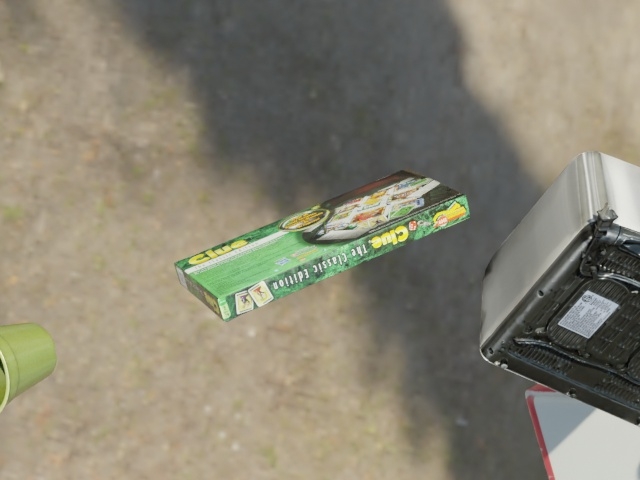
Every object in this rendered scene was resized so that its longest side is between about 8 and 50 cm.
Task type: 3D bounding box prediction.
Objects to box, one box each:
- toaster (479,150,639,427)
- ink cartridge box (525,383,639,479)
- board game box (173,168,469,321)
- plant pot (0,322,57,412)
[{"bbox_3d":[0.234,0.035,1.296,0.185,0.168,0.110,-55,-159,35],"label":"toaster"},{"bbox_3d":[0.430,0.215,1.812,0.385,0.160,0.279,-27,103,-39],"label":"ink cartridge box"},{"bbox_3d":[0.000,0.000,1.595,0.260,0.136,0.030,-22,113,-15],"label":"board game box"},{"bbox_3d":[-0.268,0.103,1.415,0.079,0.083,0.083,-19,115,-56],"label":"plant pot"}]
